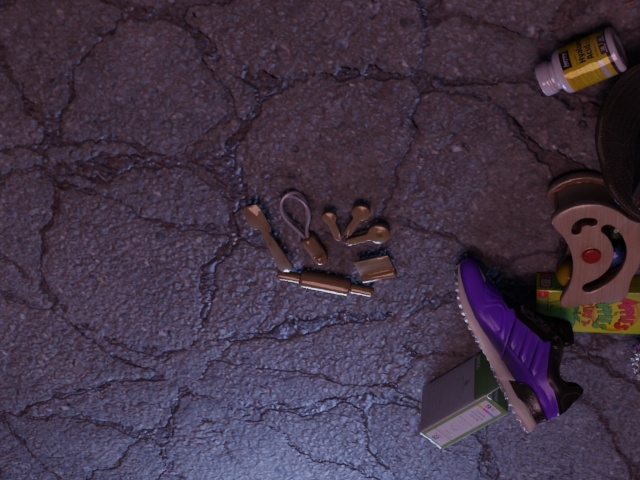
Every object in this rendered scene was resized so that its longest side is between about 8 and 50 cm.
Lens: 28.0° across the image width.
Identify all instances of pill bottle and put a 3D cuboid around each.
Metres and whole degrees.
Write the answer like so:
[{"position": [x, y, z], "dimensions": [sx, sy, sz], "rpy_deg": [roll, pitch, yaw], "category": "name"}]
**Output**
[{"position": [0.357, -0.242, 1.764], "dimensions": [0.116, 0.065, 0.065], "rpy_deg": [-22, 124, 26], "category": "pill bottle"}]

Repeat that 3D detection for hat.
[{"position": [0.495, -0.095, 1.678], "dimensions": [0.331, 0.134, 0.331], "rpy_deg": [20, 130, 25], "category": "hat"}]

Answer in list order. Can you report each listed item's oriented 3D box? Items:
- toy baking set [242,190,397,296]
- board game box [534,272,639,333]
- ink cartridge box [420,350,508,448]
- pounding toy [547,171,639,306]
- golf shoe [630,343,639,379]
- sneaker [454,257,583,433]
[{"position": [0.001, 0.006, 2.068], "dimensions": [0.256, 0.030, 0.197], "rpy_deg": [8, 129, 2], "category": "toy baking set"}, {"position": [0.437, 0.101, 2.067], "dimensions": [0.181, 0.043, 0.092], "rpy_deg": [2, 131, 8], "category": "board game box"}, {"position": [0.265, 0.260, 2.191], "dimensions": [0.062, 0.109, 0.209], "rpy_deg": [38, 126, -23], "category": "ink cartridge box"}, {"position": [0.411, 0.005, 1.911], "dimensions": [0.154, 0.155, 0.270], "rpy_deg": [8, 132, -3], "category": "pounding toy"}, {"position": [0.582, 0.182, 2.034], "dimensions": [0.140, 0.115, 0.306], "rpy_deg": [-19, 160, -6], "category": "golf shoe"}, {"position": [0.323, 0.144, 2.042], "dimensions": [0.146, 0.102, 0.293], "rpy_deg": [-27, 87, 9], "category": "sneaker"}]
